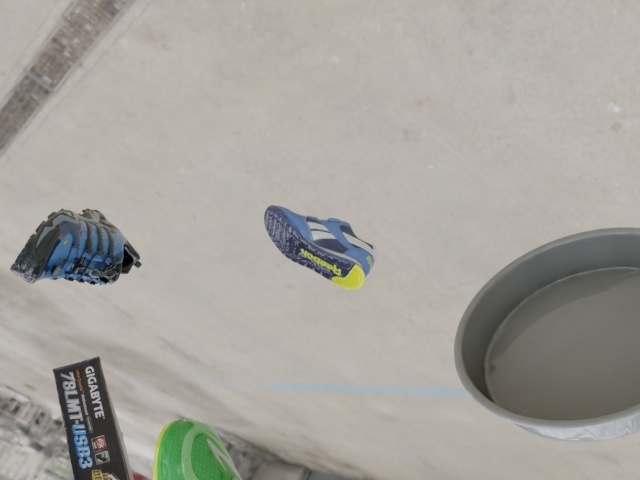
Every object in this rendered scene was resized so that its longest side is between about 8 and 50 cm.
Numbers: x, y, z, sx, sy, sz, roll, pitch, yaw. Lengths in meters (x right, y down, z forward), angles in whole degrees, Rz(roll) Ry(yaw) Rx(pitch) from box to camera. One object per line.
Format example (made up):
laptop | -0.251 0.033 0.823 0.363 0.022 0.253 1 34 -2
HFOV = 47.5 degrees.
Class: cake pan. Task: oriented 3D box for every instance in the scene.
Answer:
cake pan | 0.292 0.100 0.796 0.293 0.293 0.054 -1 131 45

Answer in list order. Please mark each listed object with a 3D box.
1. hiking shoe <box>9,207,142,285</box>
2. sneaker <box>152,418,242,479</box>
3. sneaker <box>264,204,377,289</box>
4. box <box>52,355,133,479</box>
hiking shoe | -0.394 0.020 1.221 0.132 0.113 0.304 36 -167 0
sneaker | -0.080 0.320 0.779 0.123 0.109 0.295 -38 72 32
sneaker | 0.000 0.000 0.830 0.144 0.059 0.053 32 140 15
box | -0.289 0.355 1.002 0.073 0.293 0.295 -12 147 -17
